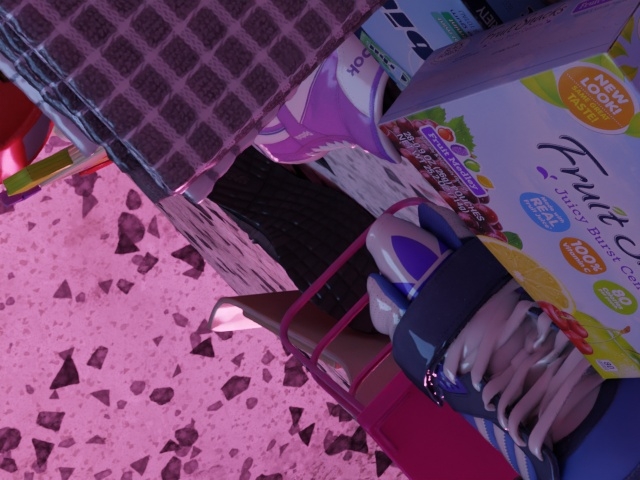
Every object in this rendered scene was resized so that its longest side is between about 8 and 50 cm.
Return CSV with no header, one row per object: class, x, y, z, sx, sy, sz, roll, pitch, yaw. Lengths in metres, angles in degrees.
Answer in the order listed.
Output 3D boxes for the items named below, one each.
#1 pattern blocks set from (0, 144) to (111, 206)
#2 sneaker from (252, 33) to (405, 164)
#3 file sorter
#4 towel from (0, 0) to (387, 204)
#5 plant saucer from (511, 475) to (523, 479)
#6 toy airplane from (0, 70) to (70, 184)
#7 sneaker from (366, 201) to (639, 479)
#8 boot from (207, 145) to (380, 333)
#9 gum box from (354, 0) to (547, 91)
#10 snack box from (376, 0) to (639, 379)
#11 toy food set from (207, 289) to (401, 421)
pattern blocks set,-0.215,-0.109,1.393,0.324,0.285,0.026,-22,95,37
sneaker,0.019,-0.093,1.004,0.161,0.102,0.282,39,170,12
file sorter,0.125,0.129,1.227,0.182,0.202,0.291,37,169,47
towel,-0.079,-0.183,0.584,0.284,0.235,0.121,46,165,-16
plant saucer,0.270,0.232,0.908,0.310,0.050,0.310,6,-167,-1
toy airplane,-0.361,-0.273,1.511,0.386,0.272,0.384,-136,40,-77
sneaker,0.122,0.077,0.904,0.236,0.130,0.323,39,-179,-7
boot,0.000,0.000,1.580,0.338,0.118,0.223,44,180,24
gum box,0.084,-0.115,0.783,0.157,0.041,0.184,47,170,-21
snack box,0.156,-0.022,0.661,0.207,0.070,0.174,46,153,-20
toy food set,0.037,0.132,1.532,0.219,0.092,0.306,-3,-163,-37
